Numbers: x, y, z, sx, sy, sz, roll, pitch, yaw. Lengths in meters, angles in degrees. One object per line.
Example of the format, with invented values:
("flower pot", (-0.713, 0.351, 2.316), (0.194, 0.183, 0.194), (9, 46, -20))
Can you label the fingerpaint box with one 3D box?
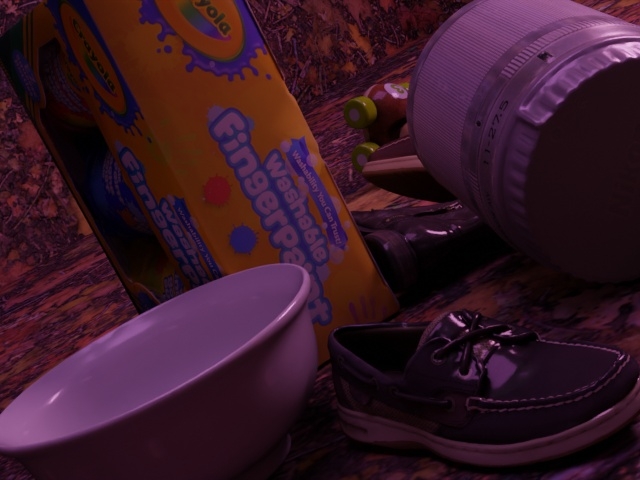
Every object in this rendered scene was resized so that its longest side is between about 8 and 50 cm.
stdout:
("fingerpaint box", (-0.157, -0.078, 1.194), (0.163, 0.444, 0.371), (-33, 15, -25))

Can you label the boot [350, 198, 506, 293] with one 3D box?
("boot", (0.148, -0.020, 1.228), (0.229, 0.091, 0.263), (-23, 16, -12))

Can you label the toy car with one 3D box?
("toy car", (0.162, -0.186, 1.742), (0.188, 0.149, 0.155), (0, 17, 40))

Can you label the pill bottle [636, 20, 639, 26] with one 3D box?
("pill bottle", (0.403, -0.167, 1.124), (0.152, 0.152, 0.272), (-22, 14, 17))

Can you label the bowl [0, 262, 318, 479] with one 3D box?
("bowl", (-0.115, 0.146, 0.916), (0.298, 0.134, 0.298), (-25, 13, 6))

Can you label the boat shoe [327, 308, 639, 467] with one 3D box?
("boat shoe", (0.101, 0.097, 0.780), (0.103, 0.092, 0.285), (-34, 15, -34))

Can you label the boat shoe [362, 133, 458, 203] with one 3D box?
("boat shoe", (0.201, -0.127, 1.325), (0.342, 0.123, 0.123), (-9, 65, 44))

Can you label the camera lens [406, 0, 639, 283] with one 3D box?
("camera lens", (0.217, -0.104, 0.990), (0.219, 0.219, 0.274), (-27, 27, -5))
